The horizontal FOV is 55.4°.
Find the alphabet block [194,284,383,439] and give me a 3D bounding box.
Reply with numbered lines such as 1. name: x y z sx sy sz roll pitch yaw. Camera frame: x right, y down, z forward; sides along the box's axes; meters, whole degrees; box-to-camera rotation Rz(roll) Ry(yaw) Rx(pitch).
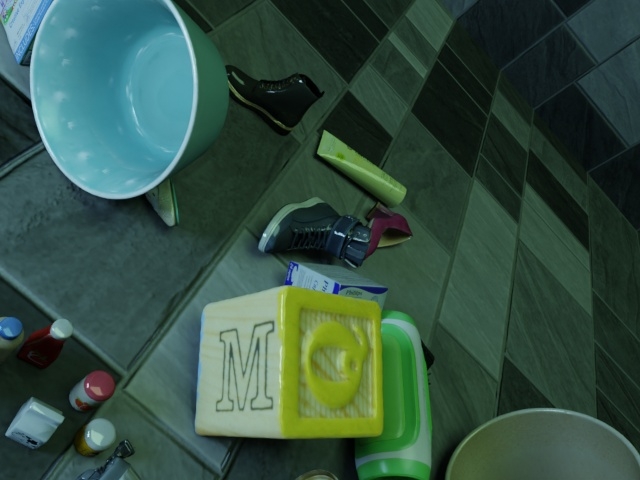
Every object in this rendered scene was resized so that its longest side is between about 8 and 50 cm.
1. alphabet block: -0.044 0.181 0.870 0.192 0.197 0.193 12 70 -40

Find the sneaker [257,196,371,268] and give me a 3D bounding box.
1. sneaker: 0.001 -0.002 1.138 0.163 0.086 0.226 34 33 18

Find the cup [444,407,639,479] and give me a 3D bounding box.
1. cup: 0.413 0.502 1.086 0.331 0.331 0.237 -52 128 -51

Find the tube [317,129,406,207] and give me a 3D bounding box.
1. tube: 0.095 -0.164 1.430 0.240 0.062 0.070 34 1 -17

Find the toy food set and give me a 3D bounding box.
1. toy food set: -0.321 0.158 0.702 0.232 0.104 0.111 38 41 -20

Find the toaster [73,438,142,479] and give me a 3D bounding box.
1. toaster: -0.238 0.341 0.637 0.146 0.129 0.227 53 35 -8

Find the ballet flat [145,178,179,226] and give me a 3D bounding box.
1. ballet flat: -0.267 -0.090 1.005 0.052 0.057 0.168 -5 59 -16

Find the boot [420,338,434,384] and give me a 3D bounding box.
1. boot: 0.178 0.240 1.221 0.121 0.045 0.099 48 41 -9

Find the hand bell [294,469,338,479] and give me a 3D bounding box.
1. hand bell: 0.051 0.453 0.896 0.242 0.126 0.126 48 36 -29

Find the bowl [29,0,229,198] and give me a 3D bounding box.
1. bowl: -0.260 -0.224 0.913 0.311 0.311 0.163 59 28 7

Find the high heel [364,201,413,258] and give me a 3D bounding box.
1. high heel: 0.139 0.004 1.329 0.117 0.082 0.244 39 26 -4

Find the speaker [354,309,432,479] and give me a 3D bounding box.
1. speaker: 0.121 0.275 1.063 0.131 0.131 0.296 28 44 -29

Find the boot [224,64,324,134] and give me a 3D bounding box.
1. boot: -0.101 -0.330 1.282 0.198 0.137 0.077 34 42 -23

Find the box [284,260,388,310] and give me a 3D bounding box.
1. box: 0.025 0.093 1.088 0.126 0.137 0.072 7 100 -43

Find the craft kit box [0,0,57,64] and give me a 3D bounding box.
1. craft kit box: -0.435 -0.441 0.923 0.061 0.250 0.246 -17 76 -50
